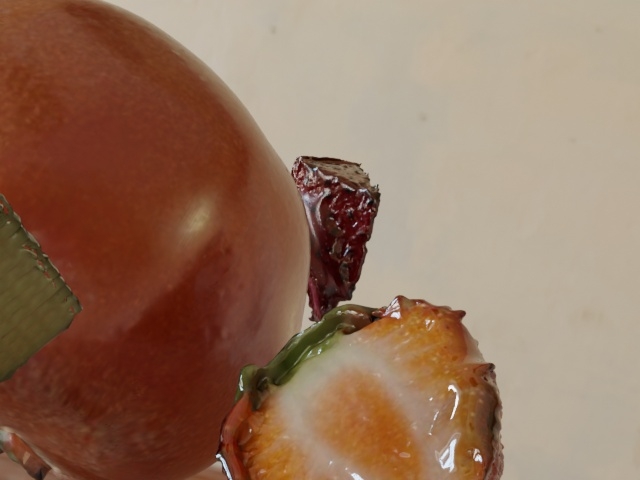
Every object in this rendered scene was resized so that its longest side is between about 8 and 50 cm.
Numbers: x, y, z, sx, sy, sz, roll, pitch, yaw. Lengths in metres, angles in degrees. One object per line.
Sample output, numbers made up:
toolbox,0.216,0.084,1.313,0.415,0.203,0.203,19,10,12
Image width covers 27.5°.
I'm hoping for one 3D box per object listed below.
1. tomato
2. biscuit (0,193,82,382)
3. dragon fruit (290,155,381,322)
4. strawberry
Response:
tomato,-0.165,0.004,0.866,0.341,0.273,0.341,34,-16,11
biscuit,-0.136,0.007,0.302,0.040,0.121,0.199,41,-16,24
dragon fruit,-0.003,-0.002,1.072,0.063,0.131,0.097,13,10,-15
strawberry,0.033,0.100,0.631,0.082,0.146,0.187,55,-6,-31
